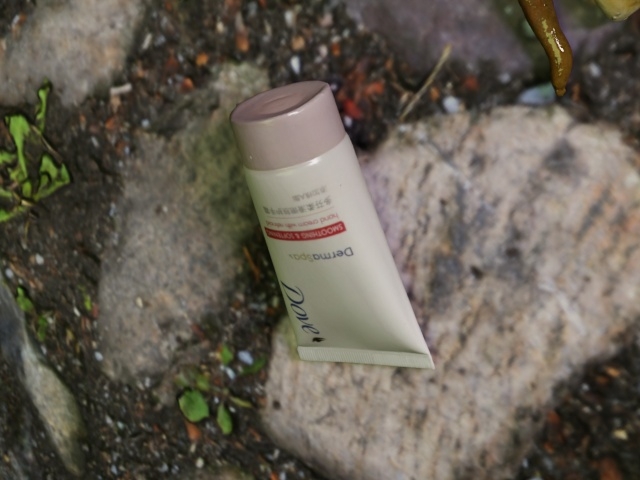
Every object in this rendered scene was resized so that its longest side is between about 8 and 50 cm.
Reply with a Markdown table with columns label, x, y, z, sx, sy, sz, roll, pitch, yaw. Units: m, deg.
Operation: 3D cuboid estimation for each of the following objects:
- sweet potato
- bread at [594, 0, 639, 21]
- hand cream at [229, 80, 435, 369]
| label | x | y | z | sx | sy | sz | roll | pitch | yaw |
| --- | --- | --- | --- | --- | --- | --- | --- | --- | --- |
| sweet potato | 0.148 | -0.152 | 0.713 | 0.026 | 0.026 | 0.115 | -19 | 103 | 38 |
| bread | 0.195 | -0.182 | 0.662 | 0.070 | 0.035 | 0.083 | 51 | 135 | 6 |
| hand cream | 0.000 | 0.000 | 0.855 | 0.133 | 0.083 | 0.248 | -2 | 118 | 37 |
